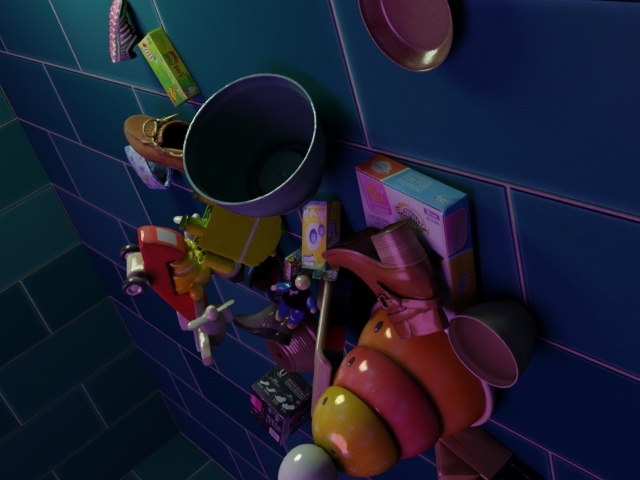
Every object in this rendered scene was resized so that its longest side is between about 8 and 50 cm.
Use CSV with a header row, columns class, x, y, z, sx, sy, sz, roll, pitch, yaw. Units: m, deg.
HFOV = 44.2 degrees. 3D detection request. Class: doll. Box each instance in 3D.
class,x,y,z,sx,sy,sz,roll,pitch,yaw
doll,-0.067,0.147,1.965,0.129,0.046,0.189,32,141,5

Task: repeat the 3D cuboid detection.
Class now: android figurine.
class,x,y,z,sx,sy,sz,roll,pitch,yaw
android figurine,-0.208,-0.038,1.954,0.273,0.248,0.056,21,-179,-32

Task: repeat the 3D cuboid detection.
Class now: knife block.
class,x,y,z,sx,sy,sz,roll,pitch,yaw
knife block,0.388,0.503,1.817,0.088,0.242,0.276,88,-178,-47

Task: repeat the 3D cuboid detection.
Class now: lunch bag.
class,x,y,z,sx,sy,sz,roll,pitch,yaw
lunch bag,-0.503,-0.225,2.358,0.129,0.096,0.151,7,118,55

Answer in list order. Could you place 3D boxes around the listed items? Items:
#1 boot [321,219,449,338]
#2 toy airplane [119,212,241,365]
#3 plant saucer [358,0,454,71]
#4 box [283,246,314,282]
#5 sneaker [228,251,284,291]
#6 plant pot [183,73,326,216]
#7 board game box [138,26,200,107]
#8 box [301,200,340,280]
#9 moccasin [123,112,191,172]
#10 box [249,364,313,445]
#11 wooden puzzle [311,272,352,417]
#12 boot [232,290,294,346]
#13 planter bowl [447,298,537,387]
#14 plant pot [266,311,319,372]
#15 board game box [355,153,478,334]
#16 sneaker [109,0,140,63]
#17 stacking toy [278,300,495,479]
class,x,y,z,sx,sy,sz,roll,pitch,yaw
boot,0.127,0.084,1.542,0.283,0.109,0.220,-15,103,52
toy airplane,-0.321,0.115,2.090,0.386,0.272,0.384,64,-171,-2
plant saucer,0.140,-0.361,1.230,0.198,0.036,0.199,39,150,29
box,-0.049,0.067,1.971,0.027,0.094,0.137,43,152,24
sneaker,-0.185,0.078,2.185,0.178,0.124,0.295,54,154,21
plant pot,-0.108,-0.167,1.631,0.293,0.293,0.196,36,175,32
board game box,-0.380,-0.432,1.974,0.181,0.043,0.092,60,153,-10
box,0.000,0.000,1.779,0.105,0.043,0.179,3,95,57
moccasin,-0.386,-0.263,2.075,0.380,0.139,0.147,32,145,37
box,-0.127,0.538,2.598,0.163,0.142,0.247,42,152,20
wooden puzzle,0.028,0.222,1.889,0.080,0.348,0.322,3,142,0
boot,-0.137,0.197,2.217,0.083,0.161,0.246,29,167,-40
planter bowl,0.333,0.176,1.468,0.162,0.109,0.162,38,150,27
plant pot,-0.078,0.303,2.279,0.237,0.110,0.237,38,150,27
board game box,0.192,0.012,1.534,0.242,0.064,0.316,32,146,43
sneaker,-0.502,-0.541,2.030,0.063,0.074,0.170,-133,45,-53
stacking toy,0.102,0.374,1.656,0.350,0.480,0.351,37,149,27
